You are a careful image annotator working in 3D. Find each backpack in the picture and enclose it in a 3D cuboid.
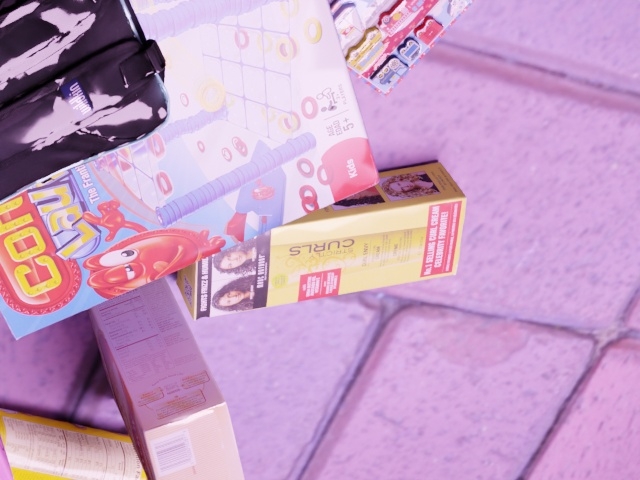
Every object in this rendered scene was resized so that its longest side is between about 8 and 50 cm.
[{"bbox_3d":[-0.209,-0.108,0.988,0.188,0.144,0.166,-35,134,-16],"label":"backpack"}]

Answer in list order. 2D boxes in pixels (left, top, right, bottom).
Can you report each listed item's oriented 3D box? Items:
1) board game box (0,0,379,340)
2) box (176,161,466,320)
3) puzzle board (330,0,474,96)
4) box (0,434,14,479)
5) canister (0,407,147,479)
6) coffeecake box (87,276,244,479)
[{"bbox_3d":[-0.139,-0.114,1.174,0.302,0.086,0.308,-24,132,-5],"label":"board game box"},{"bbox_3d":[0.000,0.000,1.353,0.232,0.058,0.087,-9,128,-20],"label":"box"},{"bbox_3d":[0.062,-0.178,1.275,0.128,0.011,0.096,-47,131,14],"label":"puzzle board"},{"bbox_3d":[-0.317,0.040,1.128,0.117,0.213,0.243,-22,131,-8],"label":"box"},{"bbox_3d":[-0.228,0.208,1.399,0.170,0.073,0.126,18,116,-33],"label":"canister"},{"bbox_3d":[-0.122,0.127,1.308,0.068,0.185,0.142,-19,131,-11],"label":"coffeecake box"}]
